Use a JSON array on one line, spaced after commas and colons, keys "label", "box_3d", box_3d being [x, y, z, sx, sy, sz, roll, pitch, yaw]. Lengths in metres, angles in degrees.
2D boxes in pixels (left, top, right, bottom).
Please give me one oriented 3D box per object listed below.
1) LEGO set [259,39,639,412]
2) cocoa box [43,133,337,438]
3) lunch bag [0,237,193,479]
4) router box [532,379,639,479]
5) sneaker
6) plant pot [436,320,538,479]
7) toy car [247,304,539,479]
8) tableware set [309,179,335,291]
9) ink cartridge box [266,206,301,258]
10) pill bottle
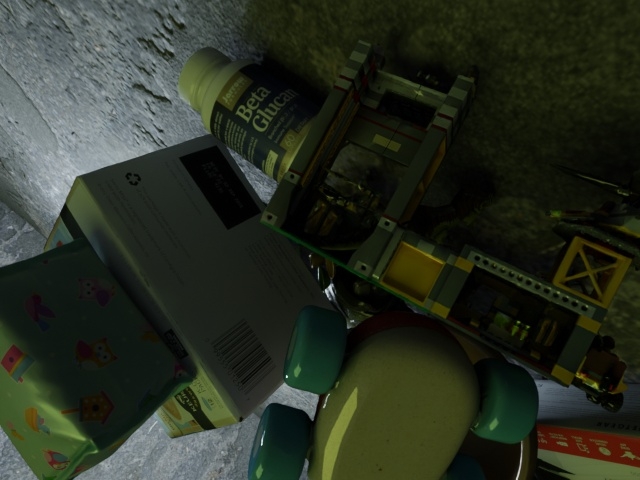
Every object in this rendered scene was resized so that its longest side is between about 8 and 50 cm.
[{"label": "LEGO set", "box_3d": [0.124, -0.029, 0.398, 0.331, 0.192, 0.255, 28, 178, 27]}, {"label": "cocoa box", "box_3d": [-0.187, 0.068, 0.660, 0.228, 0.231, 0.347, -33, 91, 43]}, {"label": "lunch bag", "box_3d": [-0.311, 0.163, 0.542, 0.223, 0.160, 0.262, 50, 128, 4]}, {"label": "router box", "box_3d": [0.346, 0.330, 0.601, 0.301, 0.082, 0.335, 57, 147, -6]}, {"label": "sneaker", "box_3d": [0.102, 0.111, 0.646, 0.227, 0.087, 0.130, 41, 158, 11]}, {"label": "plant pot", "box_3d": [0.160, 0.221, 0.566, 0.109, 0.238, 0.237, 12, 176, -44]}, {"label": "toy car", "box_3d": [0.058, 0.146, 0.493, 0.219, 0.210, 0.238, 17, -165, -8]}, {"label": "tableware set", "box_3d": [0.000, 0.000, 0.612, 0.154, 0.024, 0.104, 99, 160, -56]}, {"label": "ink cartridge box", "box_3d": [-0.093, 0.032, 0.790, 0.109, 0.062, 0.209, 28, 148, 22]}, {"label": "pill bottle", "box_3d": [-0.070, -0.138, 0.496, 0.169, 0.094, 0.094, 36, 151, 8]}]
